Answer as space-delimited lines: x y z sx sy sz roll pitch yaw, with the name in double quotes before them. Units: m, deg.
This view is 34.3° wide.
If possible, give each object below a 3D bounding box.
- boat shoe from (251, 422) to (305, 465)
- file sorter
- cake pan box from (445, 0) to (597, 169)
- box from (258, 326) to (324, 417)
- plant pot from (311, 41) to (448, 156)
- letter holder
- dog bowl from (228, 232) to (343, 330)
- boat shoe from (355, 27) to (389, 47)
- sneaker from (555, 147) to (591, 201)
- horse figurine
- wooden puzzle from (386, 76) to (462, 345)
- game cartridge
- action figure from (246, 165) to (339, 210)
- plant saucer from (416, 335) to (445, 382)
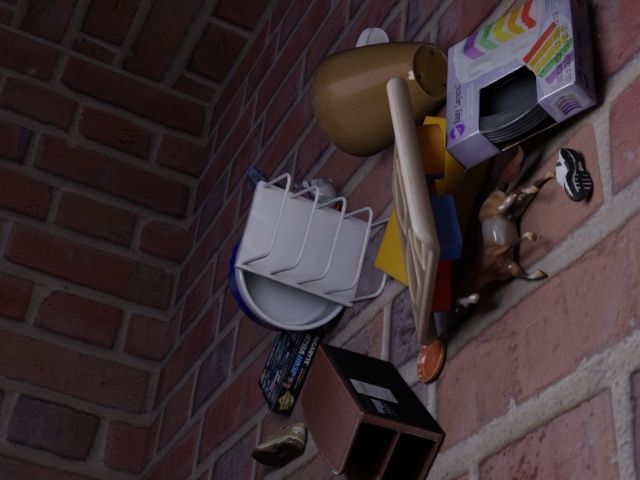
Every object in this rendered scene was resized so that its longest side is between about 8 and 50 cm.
"boat shoe" -0.084 0.444 2.279 0.190 0.068 0.072 -30 30 49
"file sorter" 0.000 0.000 2.140 0.173 0.277 0.193 -17 55 63
"cake pan box" 0.316 -0.263 1.667 0.245 0.070 0.267 -27 39 36
"box" -0.072 0.277 2.418 0.220 0.051 0.175 -68 18 8
"plant pot" 0.151 -0.317 2.156 0.254 0.237 0.237 -16 56 51
"letter holder" 0.063 0.344 1.796 0.302 0.152 0.215 -129 58 -69
"dog bowl" -0.065 0.068 2.268 0.104 0.264 0.265 158 130 -69
"boat shoe" 0.137 -0.387 2.434 0.096 0.098 0.277 145 132 -60
"sneaker" 0.371 -0.089 1.530 0.109 0.040 0.044 -87 7 -49
"horse figurine" 0.294 -0.020 1.631 0.174 0.066 0.263 -28 46 58
"wooden puzzle" 0.171 -0.044 1.693 0.348 0.080 0.322 80 -177 -57
"game cartridge" 0.215 -0.070 1.952 0.285 0.052 0.324 -147 74 -72
"action figure" -0.071 -0.034 2.554 0.330 0.178 0.341 -56 47 26
"plant saucer" 0.192 0.204 1.780 0.083 0.013 0.084 -161 90 -72
